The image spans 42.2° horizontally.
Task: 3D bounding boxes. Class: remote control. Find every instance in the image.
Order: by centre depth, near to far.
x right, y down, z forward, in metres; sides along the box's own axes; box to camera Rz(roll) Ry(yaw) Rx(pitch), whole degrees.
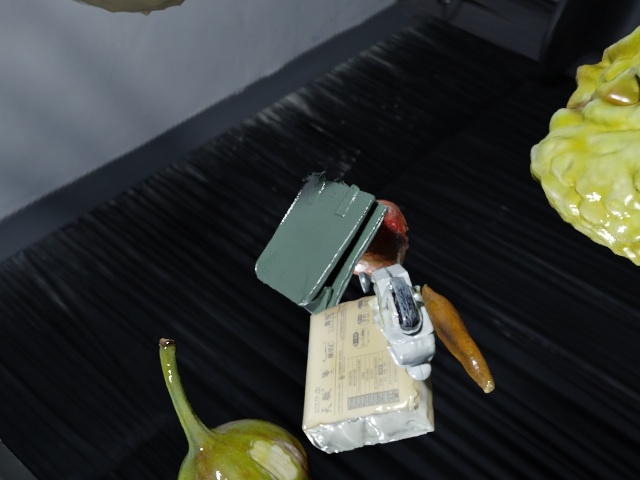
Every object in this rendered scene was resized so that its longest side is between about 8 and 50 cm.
[{"bbox_3d":[-0.526,0.459,1.509,0.063,0.025,0.245,-53,125,-35],"label":"remote control"}]

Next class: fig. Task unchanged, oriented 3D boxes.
[{"bbox_3d":[-0.106,0.212,0.859,0.149,0.149,0.245,-41,111,-29],"label":"fig"}]

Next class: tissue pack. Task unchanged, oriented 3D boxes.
[{"bbox_3d":[0.070,0.192,1.227,0.090,0.186,0.222,54,26,-41],"label":"tissue pack"}]

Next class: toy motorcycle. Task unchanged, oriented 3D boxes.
[{"bbox_3d":[0.108,0.104,1.070,0.074,0.151,0.228,-19,-177,-2],"label":"toy motorcycle"}]

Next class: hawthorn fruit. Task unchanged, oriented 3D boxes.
[{"bbox_3d":[0.107,-0.002,1.774,0.173,0.173,0.173,-40,150,-30],"label":"hawthorn fruit"}]

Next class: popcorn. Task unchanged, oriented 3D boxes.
[{"bbox_3d":[0.326,-0.096,0.840,0.174,0.225,0.286,50,30,-40],"label":"popcorn"}]

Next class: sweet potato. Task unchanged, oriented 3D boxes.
[{"bbox_3d":[0.236,0.165,1.468,0.057,0.265,0.057,-10,129,-13],"label":"sweet potato"}]

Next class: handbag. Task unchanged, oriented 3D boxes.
[{"bbox_3d":[-0.002,0.000,1.615,0.079,0.247,0.260,30,89,-31],"label":"handbag"}]

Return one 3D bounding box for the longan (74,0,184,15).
[{"bbox_3d":[-0.244,-0.474,1.060,0.391,0.391,0.391,-40,150,-30],"label":"longan"}]
